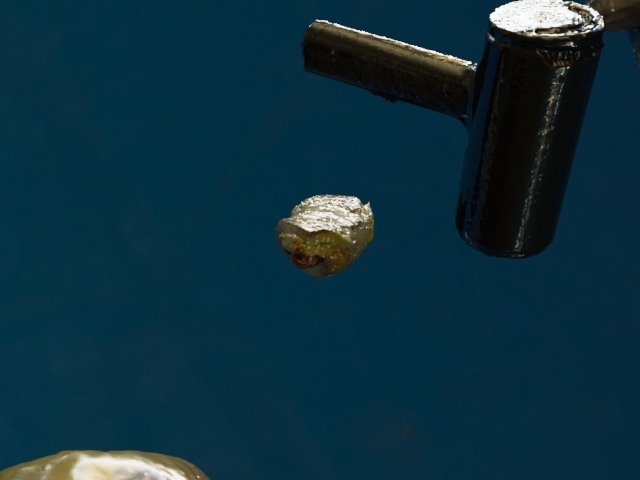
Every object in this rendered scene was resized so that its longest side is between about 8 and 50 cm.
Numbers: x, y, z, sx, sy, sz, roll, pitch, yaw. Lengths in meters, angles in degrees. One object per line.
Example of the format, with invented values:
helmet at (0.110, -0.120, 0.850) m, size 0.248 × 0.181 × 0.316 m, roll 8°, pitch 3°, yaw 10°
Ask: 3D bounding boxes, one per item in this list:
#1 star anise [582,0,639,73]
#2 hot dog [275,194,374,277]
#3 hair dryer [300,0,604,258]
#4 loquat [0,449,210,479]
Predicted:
star anise at (0.313, -0.263, 1.446) m, size 0.359 × 0.139 × 0.316 m, roll 22°, pitch -139°, yaw -30°
hot dog at (0.001, 0.001, 1.378) m, size 0.078 × 0.061 × 0.169 m, roll 11°, pitch -166°, yaw 14°
hair dryer at (0.093, -0.117, 1.229) m, size 0.251 × 0.197 × 0.089 m, roll 25°, pitch -143°, yaw 27°
loquat at (-0.167, 0.276, 1.052) m, size 0.276 × 0.276 × 0.284 m, roll -2°, pitch -128°, yaw 1°
